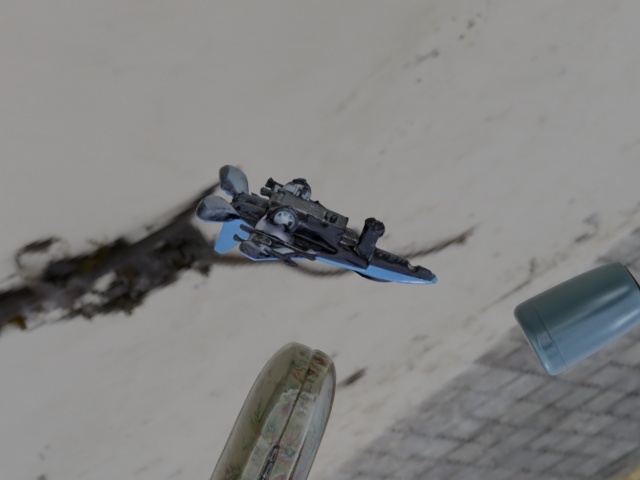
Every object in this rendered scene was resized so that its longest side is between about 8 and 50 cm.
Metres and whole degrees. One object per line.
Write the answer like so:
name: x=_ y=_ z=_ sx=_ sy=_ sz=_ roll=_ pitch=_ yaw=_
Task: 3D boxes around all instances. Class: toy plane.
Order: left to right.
toy plane: x=0.002 y=-0.007 z=1.270 sx=0.169 sy=0.246 sz=0.078 roll=-66 pitch=169 yaw=-63

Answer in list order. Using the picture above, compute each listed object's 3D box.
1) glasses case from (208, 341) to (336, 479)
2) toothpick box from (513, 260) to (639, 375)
glasses case: x=-0.090 y=0.311 z=1.345 sx=0.156 sy=0.098 sz=0.425 roll=111 pitch=1 yaw=-83
toothpick box: x=0.393 y=0.111 z=1.895 sx=0.184 sy=0.120 sz=0.120 roll=-29 pitch=163 yaw=4
